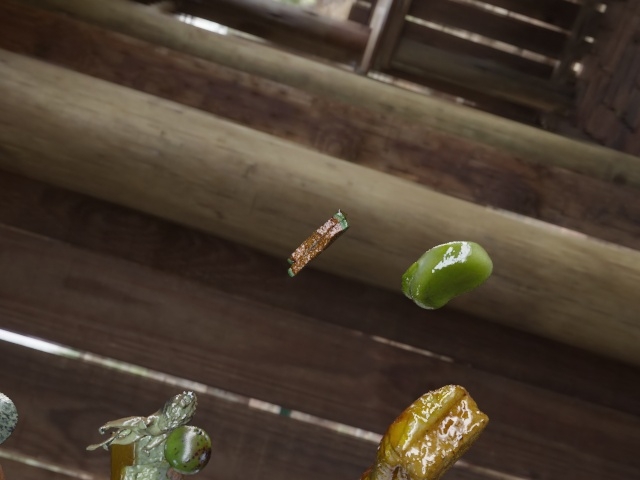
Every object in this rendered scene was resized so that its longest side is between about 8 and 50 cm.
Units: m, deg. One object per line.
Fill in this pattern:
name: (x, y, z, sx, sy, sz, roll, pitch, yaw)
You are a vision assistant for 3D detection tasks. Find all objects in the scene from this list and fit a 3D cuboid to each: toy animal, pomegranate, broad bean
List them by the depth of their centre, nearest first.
pomegranate: (-0.188, 0.303, 1.379, 0.073, 0.073, 0.084, 132, 151, -79)
toy animal: (-0.296, 0.315, 1.622, 0.086, 0.220, 0.069, -74, -39, -68)
broad bean: (0.236, 0.062, 1.871, 0.174, 0.124, 0.082, -38, 35, 17)

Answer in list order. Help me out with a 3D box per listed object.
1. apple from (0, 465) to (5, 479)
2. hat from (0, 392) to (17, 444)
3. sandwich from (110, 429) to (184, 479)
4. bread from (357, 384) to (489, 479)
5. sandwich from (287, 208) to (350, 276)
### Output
apple: (-0.625, 0.385, 1.368, 0.338, 0.305, 0.338, 12, -90, -69)
hat: (-0.773, 0.344, 2.047, 0.265, 0.266, 0.128, -80, -5, -55)
sandwich: (-0.315, 0.455, 1.793, 0.128, 0.122, 0.235, -1, 88, 50)
bread: (0.145, 0.364, 1.603, 0.185, 0.109, 0.380, -38, -18, -32)
sandwich: (0.002, -0.002, 1.370, 0.135, 0.029, 0.067, -43, -2, 40)
